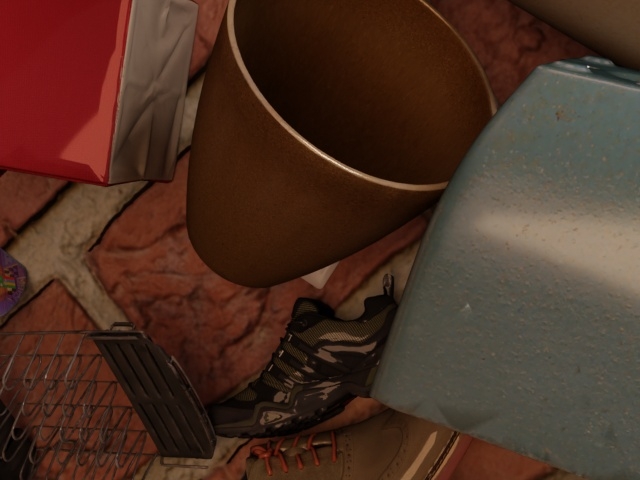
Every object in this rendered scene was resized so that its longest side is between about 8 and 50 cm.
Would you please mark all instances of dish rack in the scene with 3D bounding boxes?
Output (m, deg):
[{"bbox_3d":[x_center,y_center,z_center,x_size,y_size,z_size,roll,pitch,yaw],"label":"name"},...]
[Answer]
[{"bbox_3d":[-0.241,0.166,0.960,0.271,0.074,0.208,-3,132,21],"label":"dish rack"}]

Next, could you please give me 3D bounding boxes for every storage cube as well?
[{"bbox_3d":[-0.242,-0.154,0.939,0.193,0.183,0.215,9,95,9],"label":"storage cube"}]

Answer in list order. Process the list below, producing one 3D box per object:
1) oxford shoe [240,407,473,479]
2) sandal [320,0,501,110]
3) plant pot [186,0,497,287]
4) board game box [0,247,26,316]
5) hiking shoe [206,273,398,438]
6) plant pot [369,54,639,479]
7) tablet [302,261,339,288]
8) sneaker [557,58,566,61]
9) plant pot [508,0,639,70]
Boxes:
[{"bbox_3d":[-0.002,0.228,0.935,0.348,0.123,0.130,-43,102,11],"label":"oxford shoe"},{"bbox_3d":[0.068,-0.187,0.935,0.265,0.076,0.102,44,124,-15],"label":"sandal"},{"bbox_3d":[-0.018,-0.071,0.868,0.237,0.237,0.254,46,136,5],"label":"plant pot"},{"bbox_3d":[-0.376,0.013,1.004,0.169,0.133,0.033,37,127,7],"label":"board game box"},{"bbox_3d":[-0.013,0.117,0.975,0.227,0.086,0.114,-23,72,11],"label":"hiking shoe"},{"bbox_3d":[0.210,0.003,0.734,0.247,0.248,0.252,17,108,21],"label":"plant pot"},{"bbox_3d":[0.000,0.000,0.991,0.054,0.006,0.083,34,99,8],"label":"tablet"},{"bbox_3d":[0.271,-0.078,0.899,0.209,0.069,0.082,41,97,6],"label":"sneaker"},{"bbox_3d":[0.253,-0.278,0.783,0.305,0.334,0.334,37,100,-4],"label":"plant pot"}]
